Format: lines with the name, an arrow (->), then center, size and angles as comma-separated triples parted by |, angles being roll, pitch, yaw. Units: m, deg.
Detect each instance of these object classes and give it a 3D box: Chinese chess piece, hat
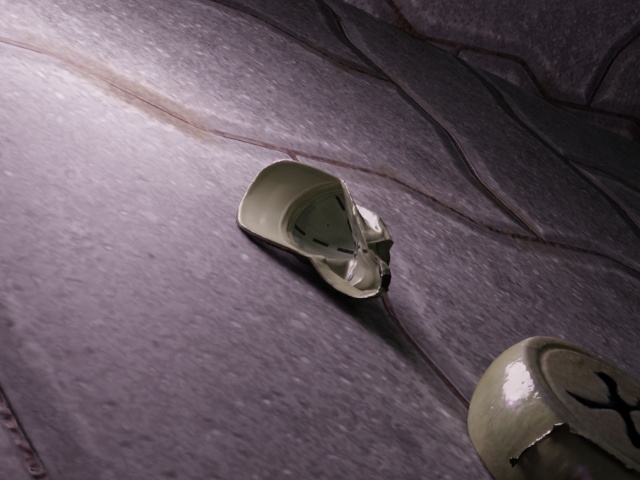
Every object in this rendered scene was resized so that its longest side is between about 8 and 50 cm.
Chinese chess piece -> 0.241, 0.184, 0.965 | 0.238, 0.092, 0.237 | 29, 22, -13
hat -> -0.004, -0.004, 1.077 | 0.166, 0.081, 0.122 | 19, 60, 1
